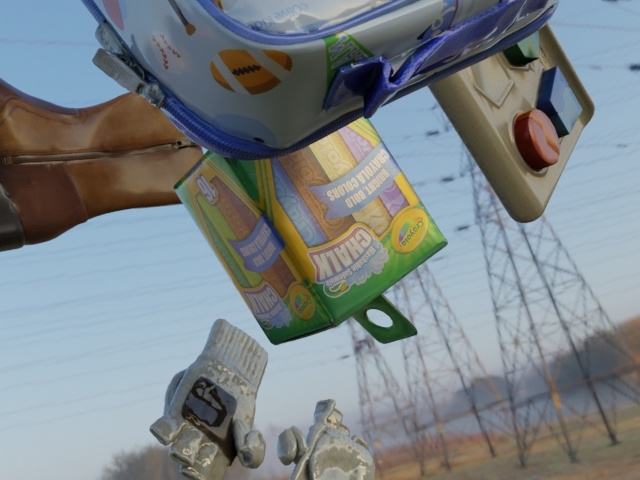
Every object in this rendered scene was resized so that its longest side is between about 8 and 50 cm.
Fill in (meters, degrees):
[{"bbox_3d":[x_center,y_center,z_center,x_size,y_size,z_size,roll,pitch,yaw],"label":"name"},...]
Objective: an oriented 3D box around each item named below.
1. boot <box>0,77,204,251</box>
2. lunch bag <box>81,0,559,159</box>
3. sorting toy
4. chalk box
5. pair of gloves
[{"bbox_3d":[-0.255,-0.140,0.866,0.280,0.264,0.096,-19,-2,-34],"label":"boot"},{"bbox_3d":[0.002,-0.177,0.460,0.303,0.243,0.115,-31,-16,-29],"label":"lunch bag"},{"bbox_3d":[0.188,-0.200,0.882,0.041,0.307,0.229,-18,25,46],"label":"sorting toy"},{"bbox_3d":[0.000,0.000,0.695,0.132,0.213,0.132,-32,0,-29],"label":"chalk box"},{"bbox_3d":[-0.044,0.201,0.828,0.042,0.240,0.204,-43,8,33],"label":"pair of gloves"}]
